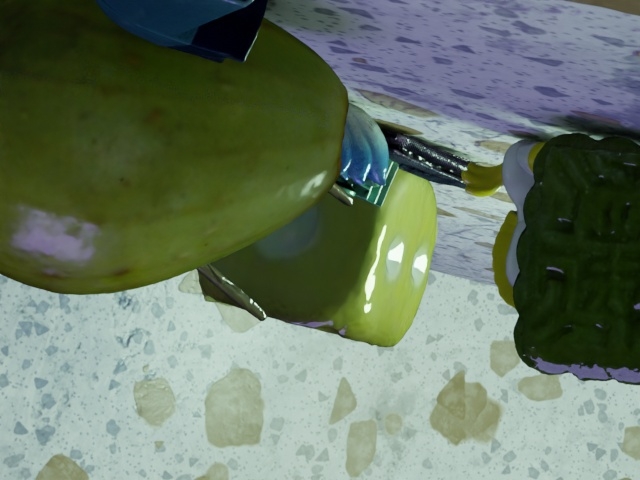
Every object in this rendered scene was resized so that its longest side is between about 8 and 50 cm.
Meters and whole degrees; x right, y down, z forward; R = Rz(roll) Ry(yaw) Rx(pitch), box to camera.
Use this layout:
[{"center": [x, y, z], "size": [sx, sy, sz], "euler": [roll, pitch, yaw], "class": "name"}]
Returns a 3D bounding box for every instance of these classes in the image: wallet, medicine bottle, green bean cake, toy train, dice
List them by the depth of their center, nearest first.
[{"center": [-0.070, -0.172, 1.044], "size": [0.124, 0.079, 0.258], "euler": [18, 174, -17], "class": "medicine bottle"}, {"center": [0.302, 0.021, 1.535], "size": [0.248, 0.222, 0.125], "euler": [6, -178, 7], "class": "green bean cake"}, {"center": [0.000, -0.091, 1.824], "size": [0.172, 0.070, 0.099], "euler": [23, 179, 25], "class": "toy train"}, {"center": [0.109, -0.093, 1.887], "size": [0.166, 0.030, 0.111], "euler": [20, 177, -38], "class": "wallet"}, {"center": [0.000, 0.000, 2.105], "size": [0.238, 0.226, 0.233], "euler": [12, 176, 21], "class": "dice"}]

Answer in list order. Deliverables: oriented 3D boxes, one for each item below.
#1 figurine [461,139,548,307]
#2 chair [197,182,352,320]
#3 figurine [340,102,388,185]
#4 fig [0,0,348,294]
[{"center": [0.221, -0.014, 1.661], "size": [0.130, 0.178, 0.109], "euler": [-18, 169, 20], "class": "figurine"}, {"center": [-0.128, -0.071, 1.643], "size": [0.272, 0.166, 0.188], "euler": [36, -178, -45], "class": "chair"}, {"center": [0.028, -0.091, 1.702], "size": [0.114, 0.079, 0.114], "euler": [46, -168, -12], "class": "figurine"}, {"center": [-0.136, -0.083, 1.303], "size": [0.326, 0.258, 0.258], "euler": [0, 180, -18], "class": "fig"}]
